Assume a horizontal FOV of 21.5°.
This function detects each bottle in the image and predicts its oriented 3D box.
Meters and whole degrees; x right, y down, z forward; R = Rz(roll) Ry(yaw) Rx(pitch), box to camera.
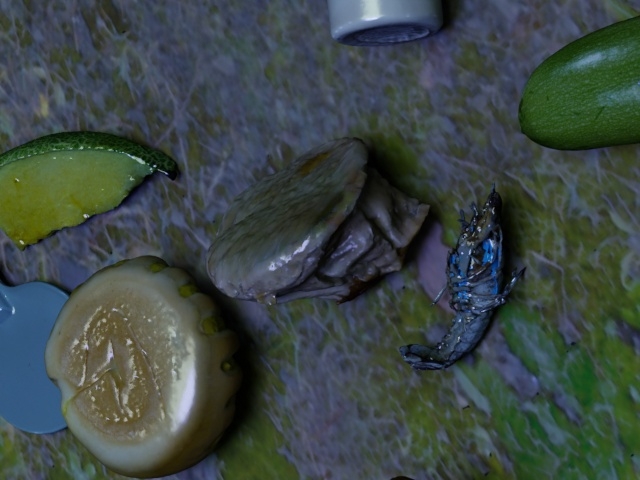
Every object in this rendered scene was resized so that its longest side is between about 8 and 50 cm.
[{"bbox_3d":[0.048,-0.302,1.498,0.104,0.104,0.245,-9,84,31],"label":"bottle"}]

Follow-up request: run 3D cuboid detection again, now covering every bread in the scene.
[{"bbox_3d":[-0.162,0.119,1.610,0.213,0.104,0.213,-4,82,32],"label":"bread"}]

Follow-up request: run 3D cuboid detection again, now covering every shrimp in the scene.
[{"bbox_3d":[0.130,0.037,1.469,0.082,0.076,0.174,-118,48,-65],"label":"shrimp"}]

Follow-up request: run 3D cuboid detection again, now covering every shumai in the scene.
[{"bbox_3d":[0.000,0.000,1.511,0.201,0.201,0.120,-29,115,28],"label":"shumai"}]

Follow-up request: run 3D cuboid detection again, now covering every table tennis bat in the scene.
[{"bbox_3d":[-0.317,0.089,1.748,0.153,0.040,0.244,-46,70,21],"label":"table tennis bat"}]

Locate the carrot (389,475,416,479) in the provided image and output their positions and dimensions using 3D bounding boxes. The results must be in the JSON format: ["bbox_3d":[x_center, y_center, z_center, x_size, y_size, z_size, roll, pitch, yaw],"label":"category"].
[{"bbox_3d":[0.094,0.349,1.367,0.340,0.241,0.242,35,106,29],"label":"carrot"}]

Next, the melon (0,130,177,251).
[{"bbox_3d":[-0.258,-0.055,1.711,0.261,0.053,0.114,-10,91,32],"label":"melon"}]

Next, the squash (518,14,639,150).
[{"bbox_3d":[0.327,-0.138,1.317,0.395,0.107,0.107,-6,85,33],"label":"squash"}]
